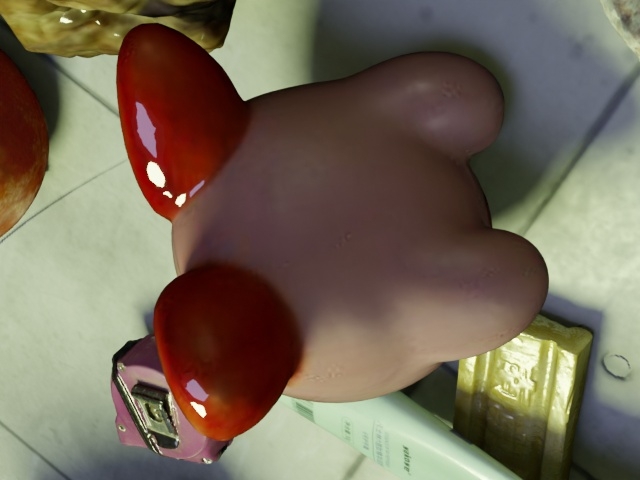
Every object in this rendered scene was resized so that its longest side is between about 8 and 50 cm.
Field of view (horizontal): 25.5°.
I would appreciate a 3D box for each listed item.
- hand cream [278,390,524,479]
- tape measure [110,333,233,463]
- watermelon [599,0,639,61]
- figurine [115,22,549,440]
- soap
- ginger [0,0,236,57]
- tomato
[{"bbox_3d":[0.072,0.164,1.101,0.321,0.067,0.109,34,148,26],"label":"hand cream"},{"bbox_3d":[-0.132,0.146,1.273,0.118,0.074,0.125,10,128,30],"label":"tape measure"},{"bbox_3d":[0.268,-0.100,0.702,0.310,0.232,0.193,84,161,-53],"label":"watermelon"},{"bbox_3d":[-0.008,0.003,0.954,0.211,0.261,0.269,125,135,-63],"label":"figurine"},{"bbox_3d":[0.150,0.157,1.096,0.092,0.037,0.252,22,131,25],"label":"soap"},{"bbox_3d":[-0.150,-0.242,0.917,0.269,0.200,0.223,167,100,-81],"label":"ginger"},{"bbox_3d":[-0.307,-0.097,1.183,0.200,0.140,0.233,56,170,-1],"label":"tomato"}]
